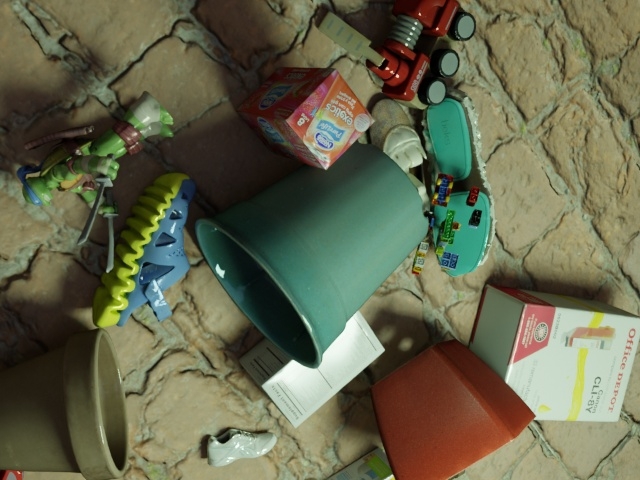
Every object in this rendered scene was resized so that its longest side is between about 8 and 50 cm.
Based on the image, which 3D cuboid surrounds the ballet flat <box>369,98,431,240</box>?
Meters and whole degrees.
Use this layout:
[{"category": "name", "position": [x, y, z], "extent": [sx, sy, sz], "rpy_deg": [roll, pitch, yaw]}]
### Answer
[{"category": "ballet flat", "position": [0.181, -0.140, 1.537], "extent": [0.108, 0.106, 0.315], "rpy_deg": [-21, 110, -19]}]

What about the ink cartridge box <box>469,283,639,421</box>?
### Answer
[{"category": "ink cartridge box", "position": [0.559, 0.276, 1.774], "extent": [0.385, 0.160, 0.279], "rpy_deg": [8, 98, -26]}]

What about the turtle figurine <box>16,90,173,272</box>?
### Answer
[{"category": "turtle figurine", "position": [-0.346, -0.106, 1.259], "extent": [0.266, 0.275, 0.197], "rpy_deg": [-45, 150, -14]}]

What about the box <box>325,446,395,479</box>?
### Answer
[{"category": "box", "position": [0.087, 0.578, 1.656], "extent": [0.203, 0.114, 0.103], "rpy_deg": [-27, 111, -15]}]

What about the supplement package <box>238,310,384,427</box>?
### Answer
[{"category": "supplement package", "position": [-0.019, 0.235, 1.514], "extent": [0.244, 0.134, 0.139], "rpy_deg": [-39, 118, -12]}]

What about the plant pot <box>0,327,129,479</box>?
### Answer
[{"category": "plant pot", "position": [-0.471, 0.301, 1.279], "extent": [0.229, 0.263, 0.263], "rpy_deg": [-10, 107, -7]}]

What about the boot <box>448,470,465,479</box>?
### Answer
[{"category": "boot", "position": [0.271, 0.491, 1.738], "extent": [0.106, 0.082, 0.219], "rpy_deg": [-25, 113, -20]}]

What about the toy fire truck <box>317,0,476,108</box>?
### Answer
[{"category": "toy fire truck", "position": [0.145, -0.404, 1.453], "extent": [0.246, 0.158, 0.217], "rpy_deg": [23, 92, -37]}]

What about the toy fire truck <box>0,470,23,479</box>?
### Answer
[{"category": "toy fire truck", "position": [-0.621, 0.385, 1.326], "extent": [0.192, 0.047, 0.135], "rpy_deg": [20, 91, -28]}]

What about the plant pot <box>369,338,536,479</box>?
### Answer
[{"category": "plant pot", "position": [0.258, 0.357, 1.562], "extent": [0.267, 0.267, 0.235], "rpy_deg": [-38, 73, 18]}]

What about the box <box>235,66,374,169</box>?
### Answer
[{"category": "box", "position": [-0.034, -0.227, 1.334], "extent": [0.128, 0.257, 0.122], "rpy_deg": [-46, 117, -8]}]

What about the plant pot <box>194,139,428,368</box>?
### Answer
[{"category": "plant pot", "position": [0.000, 0.000, 1.382], "extent": [0.334, 0.341, 0.341], "rpy_deg": [-40, 115, -20]}]

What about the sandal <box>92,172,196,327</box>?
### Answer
[{"category": "sandal", "position": [-0.300, 0.026, 1.356], "extent": [0.138, 0.126, 0.317], "rpy_deg": [22, 101, -29]}]

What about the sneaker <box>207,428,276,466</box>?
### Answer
[{"category": "sneaker", "position": [-0.164, 0.423, 1.540], "extent": [0.152, 0.054, 0.061], "rpy_deg": [-11, 103, -21]}]

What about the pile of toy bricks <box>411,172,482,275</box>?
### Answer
[{"category": "pile of toy bricks", "position": [0.254, -0.019, 1.509], "extent": [0.118, 0.105, 0.212], "rpy_deg": [15, 74, 3]}]

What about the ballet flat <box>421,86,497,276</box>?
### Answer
[{"category": "ballet flat", "position": [0.305, -0.129, 1.585], "extent": [0.147, 0.147, 0.408], "rpy_deg": [-13, 107, -21]}]
